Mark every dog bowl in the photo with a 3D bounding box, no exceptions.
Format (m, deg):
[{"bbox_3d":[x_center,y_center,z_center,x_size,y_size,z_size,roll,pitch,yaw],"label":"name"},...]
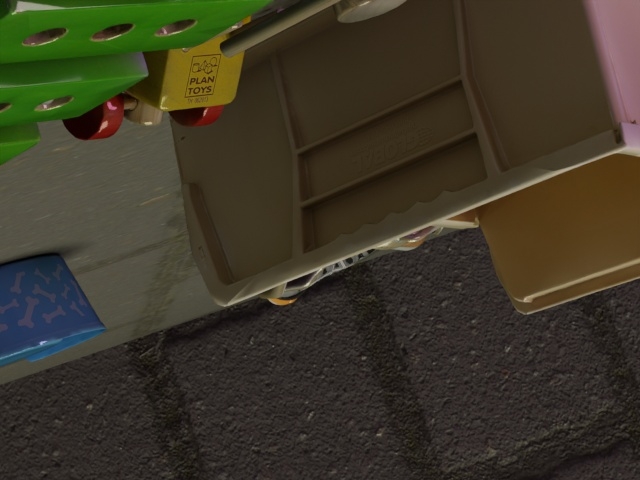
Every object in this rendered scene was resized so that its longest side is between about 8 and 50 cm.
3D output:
[{"bbox_3d":[-0.327,0.089,1.431,0.297,0.074,0.166,-20,176,8],"label":"dog bowl"}]

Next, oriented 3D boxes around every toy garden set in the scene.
[{"bbox_3d":[-0.061,-0.082,0.587,0.244,0.049,0.203,-24,172,42],"label":"toy garden set"}]

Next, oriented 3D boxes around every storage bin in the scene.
[{"bbox_3d":[0.103,-0.049,0.886,0.260,0.123,0.262,-23,163,38],"label":"storage bin"}]

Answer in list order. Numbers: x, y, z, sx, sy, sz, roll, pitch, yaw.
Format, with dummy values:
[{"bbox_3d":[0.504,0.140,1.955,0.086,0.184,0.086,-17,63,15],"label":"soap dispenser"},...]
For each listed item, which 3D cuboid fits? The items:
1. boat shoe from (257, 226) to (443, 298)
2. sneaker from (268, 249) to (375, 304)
[{"bbox_3d":[0.051,-0.045,1.172,0.302,0.103,0.113,-23,175,41],"label":"boat shoe"},{"bbox_3d":[0.000,0.000,1.767,0.083,0.084,0.215,-26,-178,37],"label":"sneaker"}]
